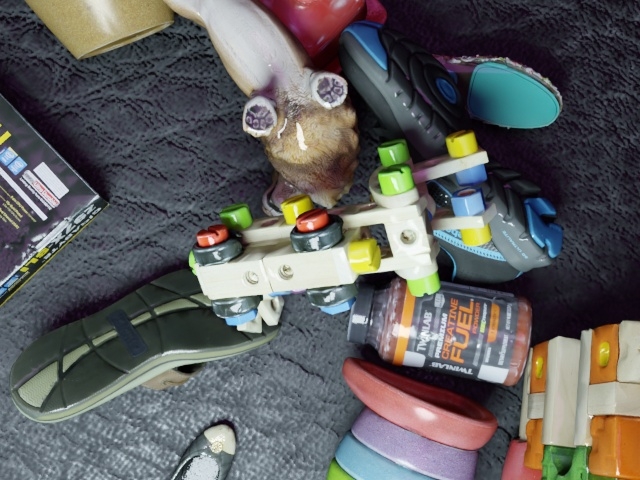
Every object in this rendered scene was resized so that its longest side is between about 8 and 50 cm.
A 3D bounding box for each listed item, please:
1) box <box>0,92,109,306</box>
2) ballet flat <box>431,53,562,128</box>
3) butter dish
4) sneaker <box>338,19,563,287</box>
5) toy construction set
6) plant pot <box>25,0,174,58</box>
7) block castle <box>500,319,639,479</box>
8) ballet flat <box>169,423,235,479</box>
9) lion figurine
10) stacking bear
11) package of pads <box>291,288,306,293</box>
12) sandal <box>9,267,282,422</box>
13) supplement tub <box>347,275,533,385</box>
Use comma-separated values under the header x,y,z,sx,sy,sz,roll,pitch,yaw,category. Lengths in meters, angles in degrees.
x,y,z,sx,sy,sz,roll,pitch,yaw,category
-0.444,-0.071,0.970,0.322,0.079,0.257,45,82,0,box
0.165,-0.190,1.025,0.241,0.077,0.091,10,126,-4,ballet flat
-0.020,-0.271,0.997,0.160,0.118,0.160,43,84,1,butter dish
0.115,-0.083,0.960,0.139,0.125,0.341,-33,99,38,sneaker
0.000,0.000,0.848,0.327,0.215,0.151,-24,103,30,toy construction set
-0.264,-0.339,0.949,0.237,0.237,0.254,-22,103,-6,plant pot
0.372,0.215,0.823,0.303,0.453,0.213,10,77,-4,block castle
-0.149,0.285,0.976,0.057,0.049,0.173,34,84,-2,ballet flat
-0.076,-0.205,0.909,0.142,0.240,0.392,-27,95,2,lion figurine
0.068,0.299,0.940,0.175,0.164,0.289,21,91,-15,stacking bear
0.001,0.038,1.007,0.083,0.050,0.032,-15,86,-5,package of pads
-0.190,0.117,0.965,0.303,0.086,0.120,-19,57,-20,sandal
0.132,0.097,0.980,0.198,0.106,0.106,9,85,4,supplement tub
